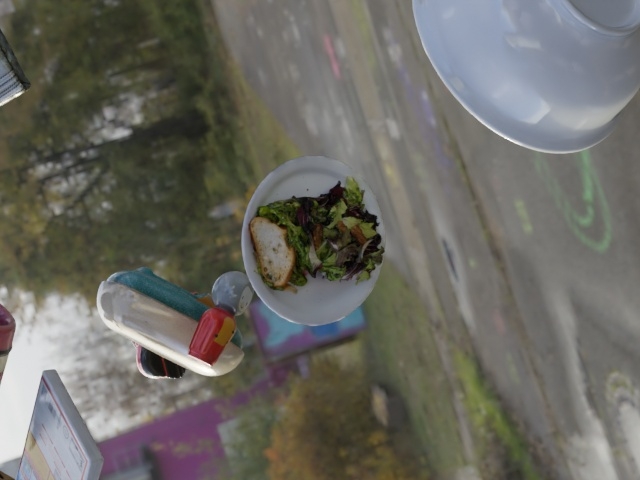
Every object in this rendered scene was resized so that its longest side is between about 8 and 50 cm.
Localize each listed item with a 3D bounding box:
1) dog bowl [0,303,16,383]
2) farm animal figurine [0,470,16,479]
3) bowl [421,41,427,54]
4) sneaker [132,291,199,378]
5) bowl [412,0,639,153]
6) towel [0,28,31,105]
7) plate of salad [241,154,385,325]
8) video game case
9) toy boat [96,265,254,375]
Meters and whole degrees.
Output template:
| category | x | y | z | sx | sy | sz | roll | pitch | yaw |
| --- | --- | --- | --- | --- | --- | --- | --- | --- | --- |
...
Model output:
| category | x | y | z | sx | sy | sz | roll | pitch | yaw |
| --- | --- | --- | --- | --- | --- | --- | --- | --- | --- |
| dog bowl | -0.710 | 0.130 | 2.146 | 0.408 | 0.150 | 0.408 | 30 | -178 | -1 |
| farm animal figurine | -0.722 | 0.422 | 2.255 | 0.172 | 0.330 | 0.327 | -7 | 101 | 54 |
| bowl | 0.185 | -0.269 | 1.430 | 0.080 | 0.170 | 0.170 | 23 | -135 | -69 |
| sneaker | -0.328 | 0.198 | 2.462 | 0.314 | 0.136 | 0.116 | -59 | -37 | -71 |
| bowl | 0.257 | -0.254 | 1.333 | 0.134 | 0.298 | 0.298 | -37 | 69 | 53 |
| towel | -0.610 | -0.291 | 1.747 | 0.324 | 0.312 | 0.056 | 62 | -156 | -18 |
| plate of salad | 0.000 | 0.000 | 1.444 | 0.048 | 0.200 | 0.200 | -1 | 109 | 57 |
| video game case | -0.407 | 0.369 | 1.893 | 0.204 | 0.025 | 0.285 | 50 | 131 | 41 |
| toy boat | -0.204 | 0.118 | 1.979 | 0.267 | 0.148 | 0.318 | 32 | 166 | -23 |
